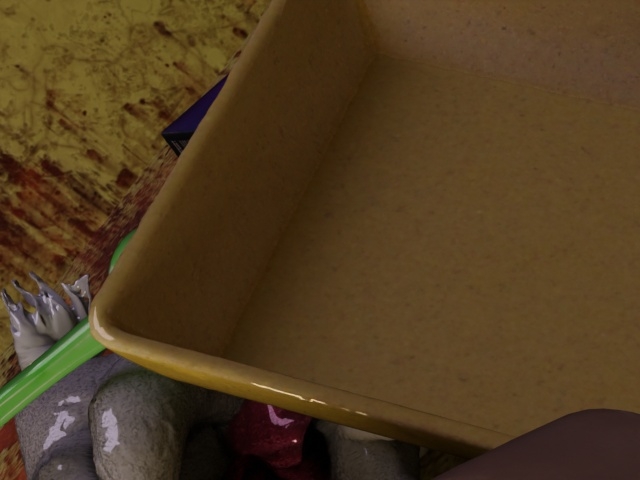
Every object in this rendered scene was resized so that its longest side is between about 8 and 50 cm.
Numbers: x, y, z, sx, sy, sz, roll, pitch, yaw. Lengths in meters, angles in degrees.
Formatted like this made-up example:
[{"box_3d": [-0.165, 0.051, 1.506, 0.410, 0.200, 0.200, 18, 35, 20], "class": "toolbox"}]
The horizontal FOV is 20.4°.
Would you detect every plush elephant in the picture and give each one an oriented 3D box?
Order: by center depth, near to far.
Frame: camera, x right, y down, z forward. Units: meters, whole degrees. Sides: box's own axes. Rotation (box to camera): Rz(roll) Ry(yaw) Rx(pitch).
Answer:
[{"box_3d": [-0.026, 0.125, 0.998, 0.255, 0.272, 0.330, -17, 54, -3], "class": "plush elephant"}]

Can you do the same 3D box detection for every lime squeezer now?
[{"box_3d": [-0.072, 0.004, 0.936, 0.310, 0.059, 0.110, -52, 6, -36], "class": "lime squeezer"}]

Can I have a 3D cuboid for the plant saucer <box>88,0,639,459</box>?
[{"box_3d": [0.103, -0.007, 0.876, 0.081, 0.333, 0.332, 89, -159, -46], "class": "plant saucer"}]

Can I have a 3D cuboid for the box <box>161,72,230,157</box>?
[{"box_3d": [0.041, -0.122, 1.248, 0.261, 0.103, 0.184, -43, 22, -21], "class": "box"}]

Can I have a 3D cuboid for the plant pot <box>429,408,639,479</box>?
[{"box_3d": [0.063, 0.184, 0.605, 0.229, 0.263, 0.263, -37, 7, -27], "class": "plant pot"}]
